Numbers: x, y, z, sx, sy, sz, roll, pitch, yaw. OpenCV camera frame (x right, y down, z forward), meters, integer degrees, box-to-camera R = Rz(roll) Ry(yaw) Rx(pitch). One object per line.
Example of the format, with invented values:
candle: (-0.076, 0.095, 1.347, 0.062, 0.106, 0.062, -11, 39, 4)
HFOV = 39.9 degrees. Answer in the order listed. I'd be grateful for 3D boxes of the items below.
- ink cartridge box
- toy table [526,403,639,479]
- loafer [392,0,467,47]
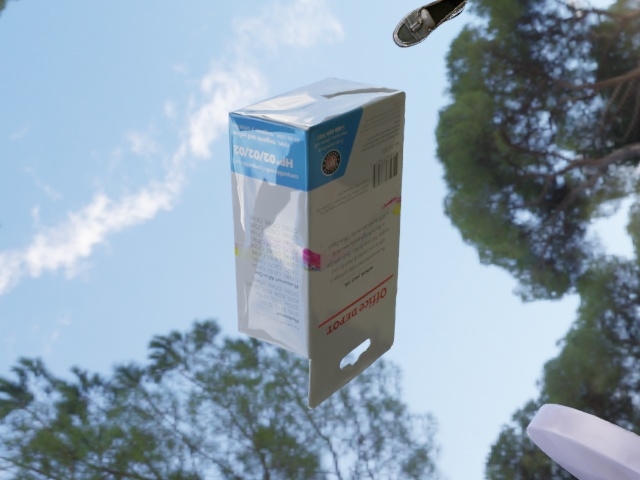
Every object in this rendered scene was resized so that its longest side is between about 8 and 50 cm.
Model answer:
ink cartridge box: (0.000, 0.000, 0.553, 0.104, 0.061, 0.181, -29, -53, -47)
toy table: (0.252, 0.264, 0.708, 0.252, 0.274, 0.161, 44, -105, -28)
loafer: (0.155, -0.315, 1.237, 0.125, 0.039, 0.045, -34, -89, -15)
